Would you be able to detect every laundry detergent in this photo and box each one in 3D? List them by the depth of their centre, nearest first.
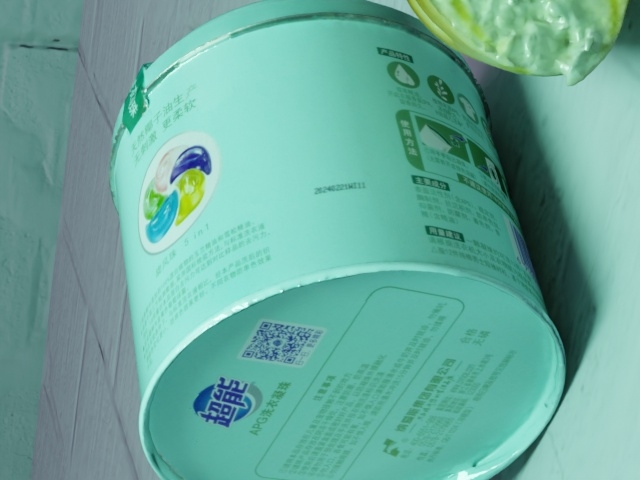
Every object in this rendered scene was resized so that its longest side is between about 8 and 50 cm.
[{"bbox_3d":[0.000,0.000,1.280,0.287,0.287,0.305,109,157,-44],"label":"laundry detergent"}]

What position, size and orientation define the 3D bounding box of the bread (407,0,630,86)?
[{"bbox_3d":[0.116,-0.255,1.059,0.333,0.160,0.333,-173,90,-89],"label":"bread"}]
